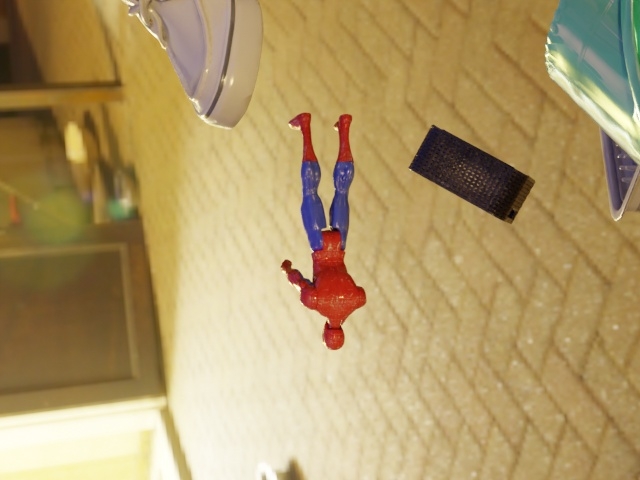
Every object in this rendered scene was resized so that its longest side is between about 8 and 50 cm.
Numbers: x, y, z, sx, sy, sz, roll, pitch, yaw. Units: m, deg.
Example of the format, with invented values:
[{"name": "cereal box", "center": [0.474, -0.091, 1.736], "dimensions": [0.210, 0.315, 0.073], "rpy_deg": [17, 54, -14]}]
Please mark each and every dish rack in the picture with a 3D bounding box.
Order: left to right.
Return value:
[{"name": "dish rack", "center": [0.474, -0.219, 1.664], "dimensions": [0.333, 0.072, 0.286], "rpy_deg": [97, 178, -49]}]

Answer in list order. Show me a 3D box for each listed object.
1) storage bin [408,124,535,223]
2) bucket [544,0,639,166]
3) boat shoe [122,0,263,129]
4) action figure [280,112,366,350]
[{"name": "storage bin", "center": [0.247, -0.107, 1.904], "dimensions": [0.084, 0.180, 0.122], "rpy_deg": [-61, -17, 7]}, {"name": "bucket", "center": [0.333, -0.174, 0.965], "dimensions": [0.183, 0.281, 0.281], "rpy_deg": [44, 142, 25]}, {"name": "boat shoe", "center": [-0.108, -0.185, 0.874], "dimensions": [0.095, 0.084, 0.258], "rpy_deg": [-59, 35, 37]}, {"name": "action figure", "center": [0.000, 0.000, 1.429], "dimensions": [0.139, 0.091, 0.281], "rpy_deg": [135, 133, -69]}]
